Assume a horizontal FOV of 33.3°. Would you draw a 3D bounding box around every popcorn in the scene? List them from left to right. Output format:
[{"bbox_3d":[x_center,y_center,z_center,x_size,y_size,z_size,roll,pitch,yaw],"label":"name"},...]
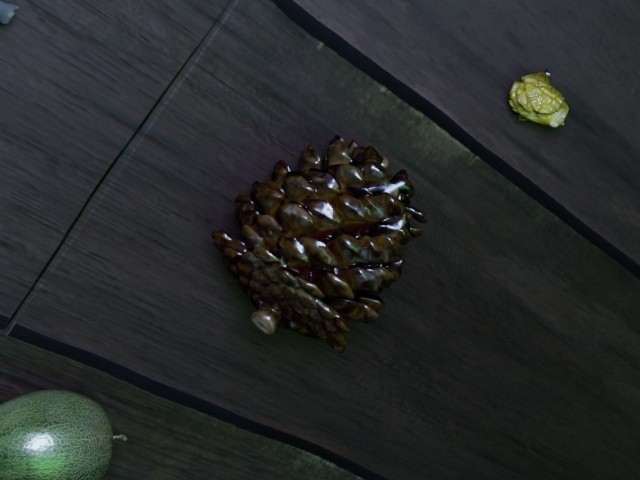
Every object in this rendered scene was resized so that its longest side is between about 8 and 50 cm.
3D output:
[{"bbox_3d":[0.294,-0.196,1.432,0.084,0.084,0.084,-13,122,-21],"label":"popcorn"}]

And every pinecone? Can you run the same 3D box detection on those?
[{"bbox_3d":[0.000,0.000,1.298,0.224,0.224,0.272,49,64,-38],"label":"pinecone"}]

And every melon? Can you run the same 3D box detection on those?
[{"bbox_3d":[-0.331,0.251,1.305,0.192,0.139,0.139,-4,118,-26],"label":"melon"}]

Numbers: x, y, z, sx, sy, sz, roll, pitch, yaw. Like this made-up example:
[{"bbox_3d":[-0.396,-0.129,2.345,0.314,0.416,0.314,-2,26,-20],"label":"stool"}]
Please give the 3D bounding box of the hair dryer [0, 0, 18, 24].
[{"bbox_3d":[-0.361,-0.353,0.982,0.301,0.121,0.361,-44,144,-21],"label":"hair dryer"}]
